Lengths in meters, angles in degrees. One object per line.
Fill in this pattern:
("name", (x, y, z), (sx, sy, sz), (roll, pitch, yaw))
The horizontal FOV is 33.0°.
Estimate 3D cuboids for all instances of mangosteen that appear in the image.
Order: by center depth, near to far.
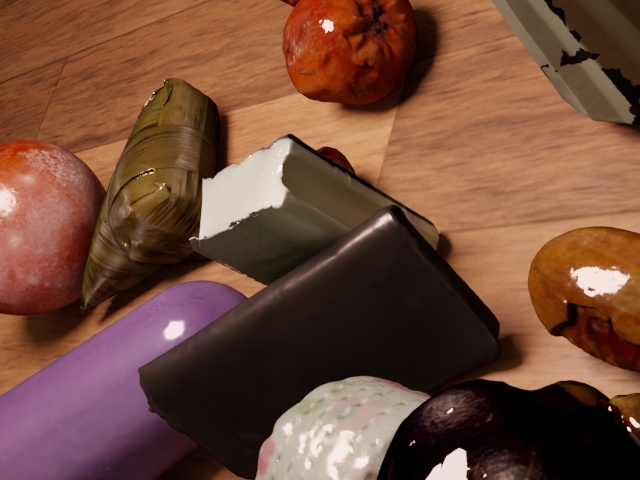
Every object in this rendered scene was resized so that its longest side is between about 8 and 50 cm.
("mangosteen", (0.178, 0.224, 0.794), (0.287, 0.287, 0.233), (13, 102, 52))

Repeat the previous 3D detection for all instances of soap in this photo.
("soap", (0.000, 0.000, 1.122), (0.150, 0.261, 0.094), (-26, 51, 36))

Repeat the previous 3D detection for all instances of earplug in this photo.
("earplug", (-0.249, 0.207, 1.315), (0.456, 0.215, 0.215), (-36, 42, 22))

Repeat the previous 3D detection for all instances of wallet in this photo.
("wallet", (-0.007, 0.123, 1.103), (0.377, 0.197, 0.051), (-33, 21, 29))

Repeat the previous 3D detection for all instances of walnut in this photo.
("walnut", (0.265, 0.052, 0.917), (0.207, 0.116, 0.116), (19, 80, 45))

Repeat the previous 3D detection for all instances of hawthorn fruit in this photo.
("hawthorn fruit", (0.038, -0.244, 1.348), (0.179, 0.173, 0.173), (118, 153, -42))

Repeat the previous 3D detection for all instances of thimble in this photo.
("thimble", (0.054, 0.220, 0.981), (0.211, 0.185, 0.149), (-29, 29, -32))

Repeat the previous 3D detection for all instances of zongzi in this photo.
("zongzi", (-0.264, -0.057, 1.581), (0.300, 0.138, 0.286), (-42, 35, 36))

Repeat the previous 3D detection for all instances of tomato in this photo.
("tomato", (-0.427, -0.017, 1.634), (0.270, 0.227, 0.270), (9, -90, -89))

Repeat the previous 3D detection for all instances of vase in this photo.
("vase", (0.210, -0.240, 0.963), (0.165, 0.360, 0.165), (-28, 46, 34))

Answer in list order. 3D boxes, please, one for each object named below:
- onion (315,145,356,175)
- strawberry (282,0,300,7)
("onion", (-0.027, -0.026, 1.286), (0.184, 0.147, 0.184), (-32, 2, 1))
("strawberry", (-0.005, -0.395, 1.538), (0.131, 0.148, 0.131), (18, 119, 37))
